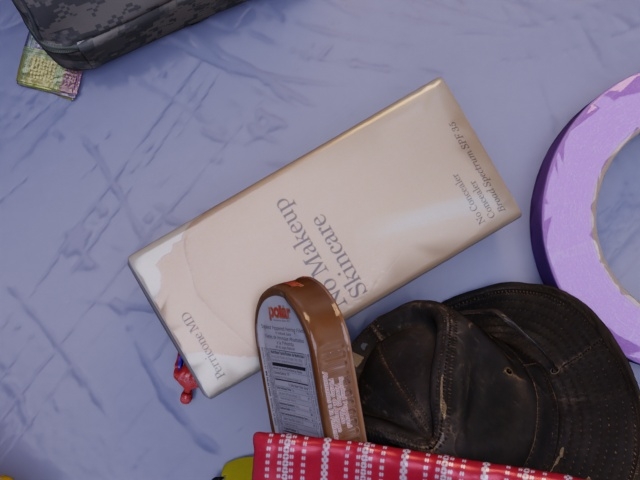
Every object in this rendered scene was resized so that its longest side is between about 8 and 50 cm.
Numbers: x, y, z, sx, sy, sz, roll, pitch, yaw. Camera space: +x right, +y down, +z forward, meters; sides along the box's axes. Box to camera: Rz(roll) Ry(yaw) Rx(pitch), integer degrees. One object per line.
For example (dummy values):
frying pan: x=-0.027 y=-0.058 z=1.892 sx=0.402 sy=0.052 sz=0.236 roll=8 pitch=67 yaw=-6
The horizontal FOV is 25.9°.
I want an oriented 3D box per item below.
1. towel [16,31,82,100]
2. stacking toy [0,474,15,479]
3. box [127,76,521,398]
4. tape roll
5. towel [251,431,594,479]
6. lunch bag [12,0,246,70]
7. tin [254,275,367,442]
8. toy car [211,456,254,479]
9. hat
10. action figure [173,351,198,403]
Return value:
towel: x=-0.247 y=-0.177 z=1.299 sx=0.060 sy=0.009 sz=0.083 roll=13 pitch=88 yaw=2
stacking toy: x=-0.274 y=0.281 z=1.231 sx=0.302 sy=0.175 sz=0.166 roll=25 pitch=118 yaw=-15
box: x=0.000 y=0.000 z=1.216 sx=0.311 sy=0.121 sz=0.148 roll=-32 pitch=90 yaw=-6
tape roll: x=0.329 y=-0.018 z=1.242 sx=0.274 sy=0.090 sz=0.275 roll=0 pitch=87 yaw=2
towel: x=0.073 y=0.255 z=1.027 sx=0.275 sy=0.031 sz=0.199 roll=7 pitch=95 yaw=13
lunch bag: x=-0.147 y=-0.303 z=1.172 sx=0.305 sy=0.256 sz=0.212 roll=-23 pitch=87 yaw=-2
tin: x=-0.008 y=0.124 z=1.097 sx=0.040 sy=0.106 sz=0.190 roll=-13 pitch=96 yaw=-32
toy car: x=-0.065 y=0.301 z=1.172 sx=0.239 sy=0.225 sz=0.053 roll=-43 pitch=130 yaw=-29
hat: x=0.096 y=0.139 z=1.126 sx=0.331 sy=0.331 sz=0.134 roll=-43 pitch=128 yaw=0
action figure: x=-0.109 y=0.094 z=1.277 sx=0.038 sy=0.030 sz=0.115 roll=16 pitch=82 yaw=6
